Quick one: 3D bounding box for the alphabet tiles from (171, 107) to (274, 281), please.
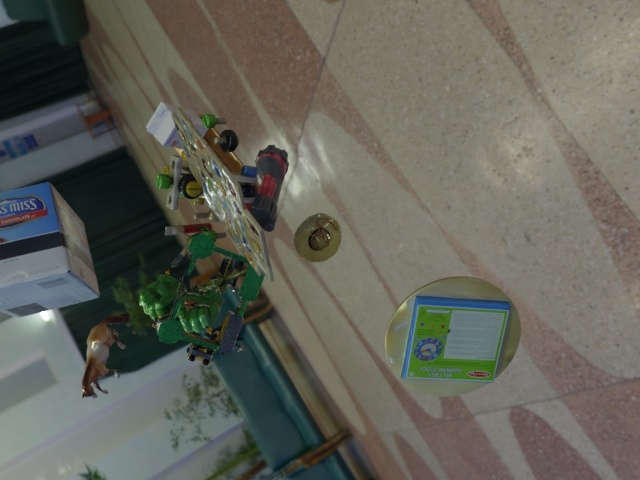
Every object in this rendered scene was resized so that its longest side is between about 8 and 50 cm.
[{"bbox_3d":[-0.187,-0.084,1.121,0.342,0.011,0.285,51,161,29],"label":"alphabet tiles"}]

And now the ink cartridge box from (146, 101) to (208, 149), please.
[{"bbox_3d":[-0.407,-0.318,1.654,0.090,0.143,0.092,46,112,22],"label":"ink cartridge box"}]

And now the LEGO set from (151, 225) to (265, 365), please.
[{"bbox_3d":[-0.285,0.135,1.516,0.192,0.255,0.331,-170,93,-72],"label":"LEGO set"}]

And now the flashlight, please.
[{"bbox_3d":[-0.155,-0.155,1.660,0.304,0.103,0.103,-79,-9,-52],"label":"flashlight"}]

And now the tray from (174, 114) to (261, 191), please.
[{"bbox_3d":[-0.398,-0.291,2.189,0.411,0.203,0.076,51,122,10],"label":"tray"}]

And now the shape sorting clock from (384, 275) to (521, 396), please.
[{"bbox_3d":[0.198,0.147,0.885,0.040,0.206,0.206,-107,-4,-71],"label":"shape sorting clock"}]

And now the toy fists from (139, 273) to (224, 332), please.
[{"bbox_3d":[-0.453,0.205,1.890,0.279,0.142,0.096,16,150,18],"label":"toy fists"}]

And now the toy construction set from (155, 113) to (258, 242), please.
[{"bbox_3d":[-0.326,-0.121,1.468,0.257,0.237,0.308,50,129,31],"label":"toy construction set"}]

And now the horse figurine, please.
[{"bbox_3d":[-0.603,0.316,1.638,0.174,0.066,0.263,70,-156,-65],"label":"horse figurine"}]

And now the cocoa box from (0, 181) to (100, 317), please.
[{"bbox_3d":[-0.718,0.035,1.465,0.347,0.231,0.228,120,135,-73],"label":"cocoa box"}]

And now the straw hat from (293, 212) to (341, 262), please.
[{"bbox_3d":[0.000,0.000,1.660,0.144,0.144,0.061,55,-179,19],"label":"straw hat"}]
